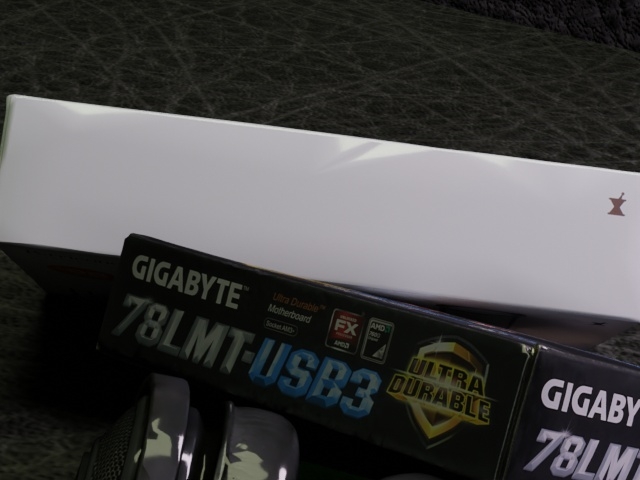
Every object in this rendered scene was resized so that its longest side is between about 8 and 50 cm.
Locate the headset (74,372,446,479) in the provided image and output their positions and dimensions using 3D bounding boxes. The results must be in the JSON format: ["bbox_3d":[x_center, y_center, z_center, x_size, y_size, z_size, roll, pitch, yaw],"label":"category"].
[{"bbox_3d":[-0.018,0.170,0.835,0.243,0.185,0.394,18,3,21],"label":"headset"}]

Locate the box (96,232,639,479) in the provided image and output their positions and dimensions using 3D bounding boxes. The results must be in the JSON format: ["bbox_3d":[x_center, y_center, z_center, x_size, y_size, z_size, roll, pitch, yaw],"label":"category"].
[{"bbox_3d":[0.086,0.079,1.024,0.293,0.073,0.295,15,-1,-42],"label":"box"}]

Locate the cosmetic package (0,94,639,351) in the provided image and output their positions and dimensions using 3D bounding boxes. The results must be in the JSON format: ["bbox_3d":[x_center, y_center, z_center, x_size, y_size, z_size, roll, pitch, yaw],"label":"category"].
[{"bbox_3d":[0.000,0.000,1.260,0.377,0.097,0.284,7,-10,0],"label":"cosmetic package"}]
